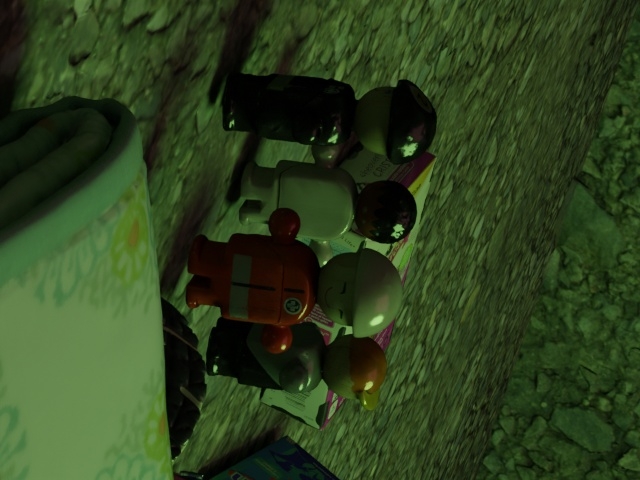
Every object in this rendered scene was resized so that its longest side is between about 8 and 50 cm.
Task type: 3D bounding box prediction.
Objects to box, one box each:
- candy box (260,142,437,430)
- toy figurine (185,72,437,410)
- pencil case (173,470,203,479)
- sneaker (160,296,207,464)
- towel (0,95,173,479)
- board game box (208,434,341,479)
[{"bbox_3d":[0.026,0.037,1.670,0.159,0.071,0.233,-48,156,-49],"label":"candy box"},{"bbox_3d":[0.000,0.000,1.288,0.209,0.148,0.213,85,14,-61],"label":"toy figurine"},{"bbox_3d":[-0.146,0.274,1.378,0.209,0.098,0.095,-59,164,-23],"label":"pencil case"},{"bbox_3d":[-0.167,0.158,1.179,0.122,0.110,0.283,-28,-141,51],"label":"sneaker"},{"bbox_3d":[-0.199,0.137,0.903,0.374,0.090,0.321,-41,139,-49],"label":"towel"},{"bbox_3d":[-0.018,0.265,1.680,0.047,0.160,0.210,-54,169,15],"label":"board game box"}]
